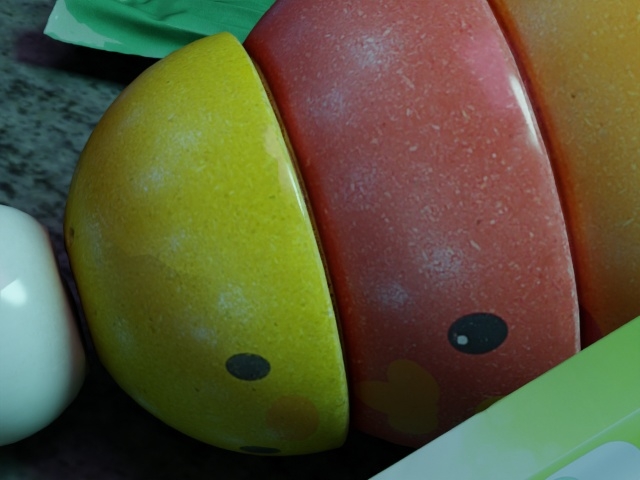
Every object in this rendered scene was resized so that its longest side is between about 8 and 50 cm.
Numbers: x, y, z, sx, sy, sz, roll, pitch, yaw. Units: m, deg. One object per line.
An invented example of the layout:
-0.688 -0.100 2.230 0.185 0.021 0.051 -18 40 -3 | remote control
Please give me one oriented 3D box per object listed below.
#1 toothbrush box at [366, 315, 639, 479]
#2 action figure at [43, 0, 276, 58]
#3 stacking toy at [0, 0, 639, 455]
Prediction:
0.108 0.166 0.500 0.283 0.122 0.206 -33 48 9 | toothbrush box
-0.050 -0.138 0.939 0.232 0.063 0.137 14 46 12 | action figure
0.000 0.000 0.694 0.480 0.350 0.350 -18 47 -7 | stacking toy
